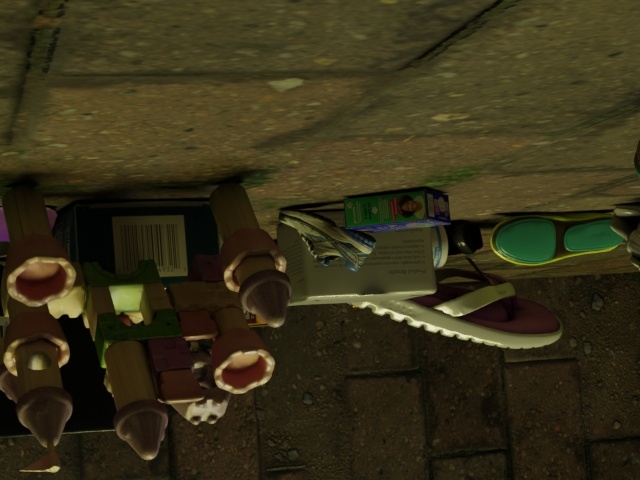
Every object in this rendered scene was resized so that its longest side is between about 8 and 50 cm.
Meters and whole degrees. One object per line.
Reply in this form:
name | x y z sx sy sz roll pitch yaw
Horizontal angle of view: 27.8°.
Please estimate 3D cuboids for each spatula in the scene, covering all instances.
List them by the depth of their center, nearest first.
spatula | -0.377 -0.008 1.575 0.084 0.030 0.296 -3 175 -19

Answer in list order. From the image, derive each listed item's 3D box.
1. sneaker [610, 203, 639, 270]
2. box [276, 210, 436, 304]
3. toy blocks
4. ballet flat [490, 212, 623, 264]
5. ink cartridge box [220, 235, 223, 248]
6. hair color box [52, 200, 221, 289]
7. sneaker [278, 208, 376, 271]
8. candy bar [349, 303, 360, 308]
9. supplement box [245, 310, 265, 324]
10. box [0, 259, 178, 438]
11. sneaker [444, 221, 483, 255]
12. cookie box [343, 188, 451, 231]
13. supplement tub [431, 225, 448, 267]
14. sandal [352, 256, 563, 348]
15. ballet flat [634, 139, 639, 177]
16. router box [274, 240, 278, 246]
sneaker | 0.501 0.034 1.806 0.129 0.111 0.297 7 -158 -17
box | 0.045 0.025 1.779 0.181 0.119 0.182 -2 175 -14
toy blocks | -0.185 0.132 1.331 0.289 0.260 0.309 -3 134 -23
ballet flat | 0.348 -0.007 1.958 0.231 0.077 0.077 -4 -168 -20
ink cartridge box | -0.202 0.029 1.938 0.151 0.063 0.109 -5 175 4
hair color box | -0.260 0.024 1.608 0.174 0.105 0.347 -1 174 -24
sneaker | 0.000 0.000 1.627 0.135 0.058 0.052 23 -174 25
candy bar | 0.002 0.070 2.015 0.161 0.018 0.040 25 -174 30
supplement box | -0.181 0.091 2.277 0.191 0.129 0.194 -4 175 4
box | -0.522 0.191 2.262 0.480 0.297 0.472 -5 177 5
sneaker | 0.203 0.003 2.032 0.089 0.051 0.170 -10 176 18
cookie box | 0.094 -0.035 1.582 0.107 0.040 0.092 -6 175 23
supplement tub | 0.131 0.009 1.934 0.107 0.071 0.071 -4 175 -14
sandal | 0.214 0.080 2.002 0.416 0.102 0.169 11 -159 -26
ballet flat | 0.361 -0.088 1.106 0.222 0.076 0.079 -6 159 -38
router box | -0.004 0.019 2.078 0.133 0.046 0.179 0 173 -37
